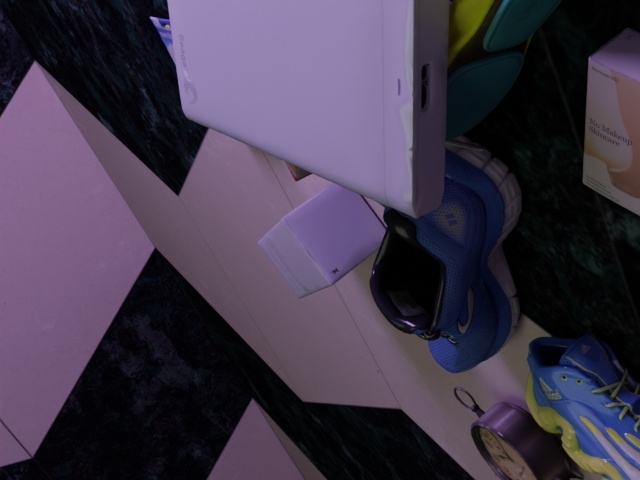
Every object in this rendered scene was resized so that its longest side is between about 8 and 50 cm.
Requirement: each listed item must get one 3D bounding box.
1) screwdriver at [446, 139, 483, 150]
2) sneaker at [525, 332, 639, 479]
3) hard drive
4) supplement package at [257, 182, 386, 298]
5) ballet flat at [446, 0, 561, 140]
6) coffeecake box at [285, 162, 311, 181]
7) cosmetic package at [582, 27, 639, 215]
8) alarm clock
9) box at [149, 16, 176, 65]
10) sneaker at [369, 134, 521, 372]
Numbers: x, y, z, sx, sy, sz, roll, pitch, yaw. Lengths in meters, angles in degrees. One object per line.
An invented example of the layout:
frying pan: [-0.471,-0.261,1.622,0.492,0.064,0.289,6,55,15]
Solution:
screwdriver: [0.085,-0.092,0.752,0.170,0.024,0.025,30,123,49]
sneaker: [0.272,0.165,0.780,0.240,0.091,0.126,28,149,54]
hard drive: [-0.024,-0.160,0.688,0.307,0.040,0.203,27,131,41]
supplement package: [0.000,0.000,1.121,0.105,0.105,0.179,54,163,-1]
ballet flat: [0.117,-0.158,0.611,0.231,0.077,0.077,114,139,-67]
coffeecake box: [-0.029,-0.148,0.872,0.142,0.068,0.185,63,177,2]
cosmetic package: [0.211,-0.075,0.556,0.060,0.041,0.115,38,157,39]
alarm clock: [0.242,0.253,1.065,0.192,0.064,0.129,42,160,24]
box: [-0.164,-0.240,1.178,0.109,0.042,0.178,26,148,54]
sneaker: [0.113,0.042,0.853,0.130,0.147,0.330,40,159,36]
